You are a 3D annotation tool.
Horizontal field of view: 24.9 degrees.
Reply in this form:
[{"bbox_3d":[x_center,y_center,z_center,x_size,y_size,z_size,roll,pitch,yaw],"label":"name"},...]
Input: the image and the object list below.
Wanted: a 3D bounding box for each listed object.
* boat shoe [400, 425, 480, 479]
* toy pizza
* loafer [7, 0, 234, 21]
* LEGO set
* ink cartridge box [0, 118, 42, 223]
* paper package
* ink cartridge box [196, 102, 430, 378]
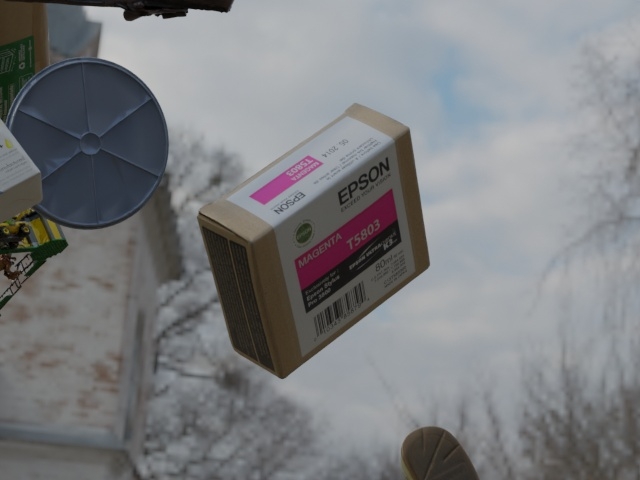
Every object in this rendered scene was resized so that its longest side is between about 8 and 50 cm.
[{"bbox_3d":[0.185,0.368,1.809,0.104,0.285,0.089,-17,-28,-15],"label":"boat shoe"},{"bbox_3d":[-0.274,-0.113,1.698,0.201,0.201,0.032,14,-3,-28],"label":"toy pizza"},{"bbox_3d":[-0.254,-0.318,1.811,0.302,0.095,0.109,12,21,-4],"label":"loafer"},{"bbox_3d":[-0.560,-0.006,2.221,0.255,0.192,0.331,-10,-24,-41],"label":"LEGO set"},{"bbox_3d":[-0.388,-0.097,1.544,0.104,0.181,0.061,-31,-22,-23],"label":"ink cartridge box"},{"bbox_3d":[-0.559,-0.354,2.215,0.168,0.325,0.309,-25,46,-35],"label":"paper package"},{"bbox_3d":[0.000,0.000,1.524,0.088,0.234,0.193,29,-36,39],"label":"ink cartridge box"}]
